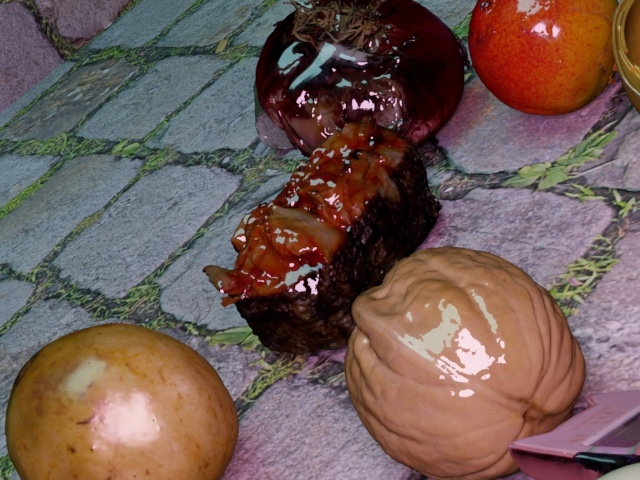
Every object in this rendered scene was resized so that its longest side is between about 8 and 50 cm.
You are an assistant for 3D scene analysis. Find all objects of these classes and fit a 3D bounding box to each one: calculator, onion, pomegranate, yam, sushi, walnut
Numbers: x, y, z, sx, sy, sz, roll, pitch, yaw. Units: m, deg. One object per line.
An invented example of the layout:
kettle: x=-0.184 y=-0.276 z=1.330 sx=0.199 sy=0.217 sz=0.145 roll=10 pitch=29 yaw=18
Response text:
calculator: x=0.332 y=0.160 z=1.044 sx=0.330 sy=0.048 sz=0.220 roll=-8 pitch=4 yaw=40
onion: x=0.064 y=-0.230 z=1.909 sx=0.314 sy=0.232 sz=0.314 roll=-6 pitch=47 yaw=7
pomegranate: x=0.310 y=-0.266 z=1.714 sx=0.235 sy=0.210 sz=0.210 roll=5 pitch=33 yaw=2
yam: x=-0.063 y=-0.246 z=2.190 sx=0.106 sy=0.106 sz=0.259 roll=-27 pitch=29 yaw=11
sushi: x=0.000 y=0.000 z=1.618 sx=0.196 sy=0.182 sz=0.343 roll=-13 pitch=29 yaw=46
walnut: x=0.130 y=0.117 z=1.255 sx=0.225 sy=0.225 sz=0.261 roll=-36 pitch=28 yaw=-8
pomegranate: x=-0.218 y=0.206 z=1.433 sx=0.260 sy=0.260 sz=0.260 roll=-25 pitch=27 yaw=14

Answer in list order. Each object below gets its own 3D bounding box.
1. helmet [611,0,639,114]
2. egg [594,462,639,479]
helmet: x=0.434 y=-0.191 z=1.518 sx=0.205 sy=0.140 sz=0.257 roll=14 pitch=54 yaw=13
egg: x=0.247 y=0.262 z=0.859 sx=0.220 sy=0.220 sz=0.269 roll=-32 pitch=20 yaw=0
